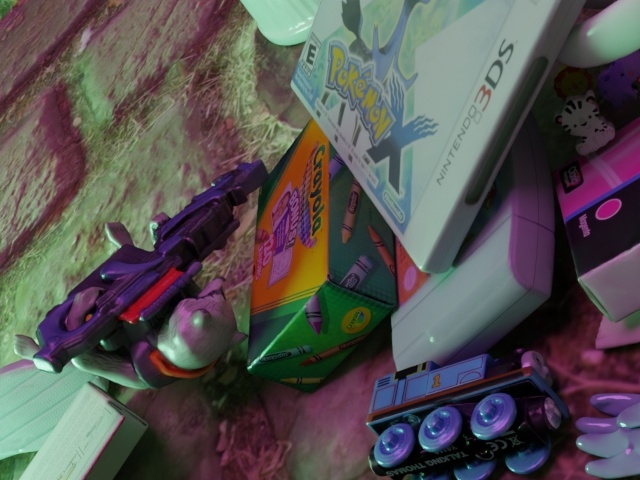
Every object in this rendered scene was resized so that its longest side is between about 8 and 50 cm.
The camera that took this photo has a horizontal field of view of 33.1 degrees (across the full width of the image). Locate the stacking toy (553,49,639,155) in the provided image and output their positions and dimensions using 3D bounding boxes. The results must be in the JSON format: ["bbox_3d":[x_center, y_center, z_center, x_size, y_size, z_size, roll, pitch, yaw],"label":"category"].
[{"bbox_3d":[0.308,-0.172,0.973,0.221,0.052,0.167,-33,12,23],"label":"stacking toy"}]

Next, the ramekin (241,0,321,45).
[{"bbox_3d":[-0.023,-0.433,1.603,0.273,0.127,0.273,-30,39,27],"label":"ramekin"}]

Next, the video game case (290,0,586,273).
[{"bbox_3d":[0.089,-0.186,0.995,0.329,0.036,0.300,59,136,44],"label":"video game case"}]

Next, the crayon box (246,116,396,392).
[{"bbox_3d":[0.000,0.000,1.150,0.165,0.081,0.278,-50,27,38],"label":"crayon box"}]

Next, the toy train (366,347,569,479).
[{"bbox_3d":[0.120,0.148,0.913,0.184,0.080,0.105,-24,35,33],"label":"toy train"}]

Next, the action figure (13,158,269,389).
[{"bbox_3d":[-0.178,0.062,1.229,0.341,0.179,0.330,-41,27,-22],"label":"action figure"}]

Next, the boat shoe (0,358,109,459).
[{"bbox_3d":[-0.419,0.223,1.425,0.335,0.121,0.119,-26,15,14],"label":"boat shoe"}]

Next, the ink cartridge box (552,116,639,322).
[{"bbox_3d":[0.362,-0.090,0.853,0.371,0.069,0.176,-32,25,21],"label":"ink cartridge box"}]

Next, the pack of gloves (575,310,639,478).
[{"bbox_3d":[0.300,0.095,0.802,0.232,0.046,0.195,-17,44,55],"label":"pack of gloves"}]

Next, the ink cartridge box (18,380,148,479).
[{"bbox_3d":[-0.299,0.311,1.191,0.296,0.066,0.261,-57,19,-11],"label":"ink cartridge box"}]

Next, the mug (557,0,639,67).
[{"bbox_3d":[0.287,-0.308,0.914,0.328,0.276,0.374,-20,42,54],"label":"mug"}]

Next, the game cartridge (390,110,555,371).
[{"bbox_3d":[0.138,-0.025,1.034,0.198,0.062,0.297,-53,25,39],"label":"game cartridge"}]
